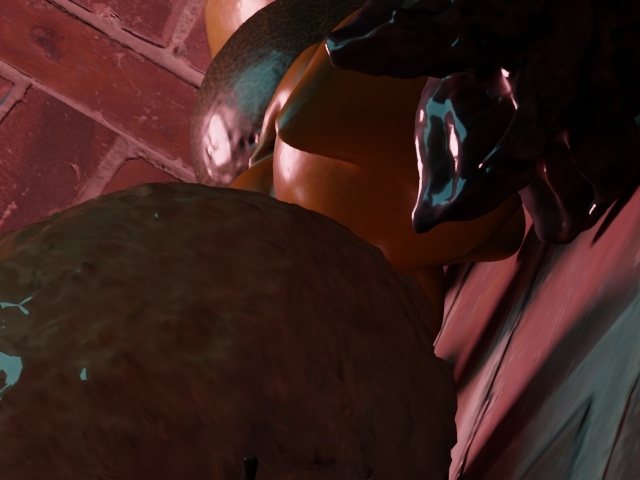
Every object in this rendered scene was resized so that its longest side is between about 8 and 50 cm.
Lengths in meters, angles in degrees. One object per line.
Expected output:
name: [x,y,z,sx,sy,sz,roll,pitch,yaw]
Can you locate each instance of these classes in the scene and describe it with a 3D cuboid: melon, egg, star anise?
melon: [0.021,-0.076,1.518,0.237,0.237,0.301,-60,-1,3]
egg: [-0.077,0.105,0.874,0.310,0.279,0.279,-28,-16,-30]
star anise: [0.105,-0.117,0.934,0.109,0.236,0.223,-5,38,32]

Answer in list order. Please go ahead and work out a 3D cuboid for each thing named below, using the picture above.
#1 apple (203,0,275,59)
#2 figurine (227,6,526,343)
apple: [0.051,-0.232,2.054,0.305,0.338,0.338,92,-160,-47]
figurine: [0.035,-0.037,1.132,0.228,0.215,0.215,100,-164,-57]
